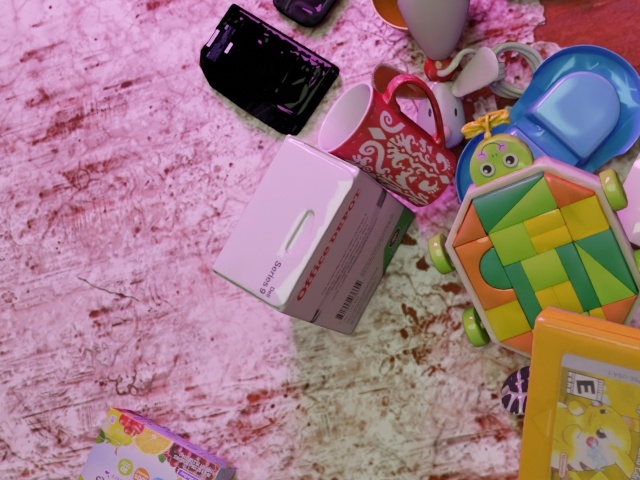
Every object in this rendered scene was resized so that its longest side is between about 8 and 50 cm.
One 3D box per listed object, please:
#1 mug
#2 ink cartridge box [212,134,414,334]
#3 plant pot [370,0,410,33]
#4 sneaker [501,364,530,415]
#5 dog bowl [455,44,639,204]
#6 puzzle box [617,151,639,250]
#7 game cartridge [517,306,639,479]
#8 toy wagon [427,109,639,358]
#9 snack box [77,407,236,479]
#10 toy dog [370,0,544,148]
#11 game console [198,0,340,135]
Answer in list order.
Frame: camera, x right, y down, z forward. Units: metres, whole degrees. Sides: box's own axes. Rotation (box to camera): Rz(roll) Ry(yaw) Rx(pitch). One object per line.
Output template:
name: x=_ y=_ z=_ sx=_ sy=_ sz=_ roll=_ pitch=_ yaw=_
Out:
mug: x=0.107 y=-0.132 z=1.504 sx=0.150 sy=0.169 sz=0.113 roll=-31 pitch=36 yaw=43
ink cartridge box: x=0.000 y=0.000 z=1.522 sx=0.121 sy=0.289 sz=0.211 roll=29 pitch=89 yaw=22
plant pot: x=0.150 y=-0.361 z=1.647 sx=0.134 sy=0.095 sz=0.134 roll=-4 pitch=79 yaw=19
sneaker: x=0.325 y=0.204 z=1.491 sx=0.170 sy=0.071 sz=0.068 roll=-16 pitch=56 yaw=31
dog bowl: x=0.315 y=-0.133 z=1.535 sx=0.166 sy=0.074 sz=0.297 roll=42 pitch=95 yaw=3
puzzle box: x=0.586 y=-0.134 z=1.470 sx=0.272 sy=0.052 sz=0.409 roll=27 pitch=89 yaw=22
game cartridge: x=0.410 y=0.252 z=1.367 sx=0.323 sy=0.052 sz=0.285 roll=14 pitch=115 yaw=29
toy wagon: x=0.278 y=-0.004 z=1.463 sx=0.267 sy=0.068 sz=0.344 roll=-22 pitch=105 yaw=21
snack box: x=-0.255 y=0.373 z=1.655 sx=0.207 sy=0.070 sz=0.174 roll=24 pitch=88 yaw=23
toy dog: x=0.165 y=-0.277 z=1.508 sx=0.220 sy=0.161 sz=0.334 roll=-23 pitch=112 yaw=16
game console: x=-0.026 y=-0.359 z=1.739 sx=0.213 sy=0.044 sz=0.361 roll=35 pitch=93 yaw=21
